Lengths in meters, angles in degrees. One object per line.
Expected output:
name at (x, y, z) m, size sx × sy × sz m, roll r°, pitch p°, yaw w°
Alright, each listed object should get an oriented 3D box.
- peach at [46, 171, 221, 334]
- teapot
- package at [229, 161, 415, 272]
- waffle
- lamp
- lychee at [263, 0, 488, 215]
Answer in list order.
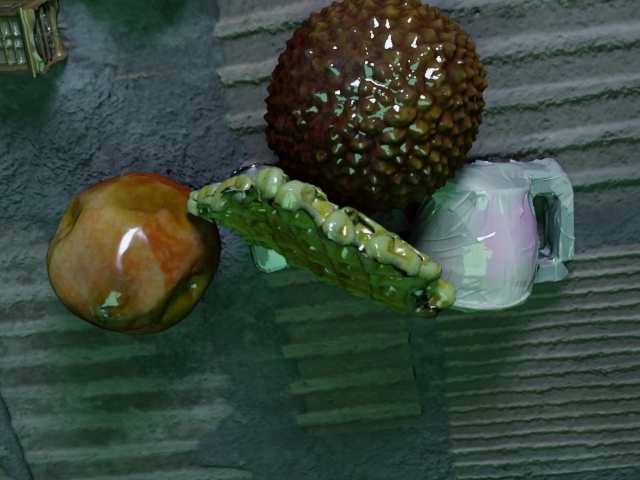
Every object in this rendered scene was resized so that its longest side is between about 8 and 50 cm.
peach at (-0.243, 0.030, 1.177) m, size 0.214 × 0.235 × 0.214 m, roll 7°, pitch 120°, yaw 13°
teapot at (0.223, -0.010, 1.147) m, size 0.222 × 0.163 × 0.178 m, roll 5°, pitch 111°, yaw 2°
package at (0.000, -0.051, 1.222) m, size 0.232 × 0.040 × 0.166 m, roll -18°, pitch 115°, yaw 6°
waffle at (0.000, 0.000, 1.087) m, size 0.297 × 0.317 × 0.073 m, roll 32°, pitch 79°, yaw -29°
lamp at (-0.492, -0.253, 1.146) m, size 0.326 × 0.090 × 0.089 m, roll 0°, pitch 116°, yaw 7°
lychee at (0.057, -0.154, 1.038) m, size 0.268 × 0.267 × 0.267 m, roll 2°, pitch 116°, yaw 5°
